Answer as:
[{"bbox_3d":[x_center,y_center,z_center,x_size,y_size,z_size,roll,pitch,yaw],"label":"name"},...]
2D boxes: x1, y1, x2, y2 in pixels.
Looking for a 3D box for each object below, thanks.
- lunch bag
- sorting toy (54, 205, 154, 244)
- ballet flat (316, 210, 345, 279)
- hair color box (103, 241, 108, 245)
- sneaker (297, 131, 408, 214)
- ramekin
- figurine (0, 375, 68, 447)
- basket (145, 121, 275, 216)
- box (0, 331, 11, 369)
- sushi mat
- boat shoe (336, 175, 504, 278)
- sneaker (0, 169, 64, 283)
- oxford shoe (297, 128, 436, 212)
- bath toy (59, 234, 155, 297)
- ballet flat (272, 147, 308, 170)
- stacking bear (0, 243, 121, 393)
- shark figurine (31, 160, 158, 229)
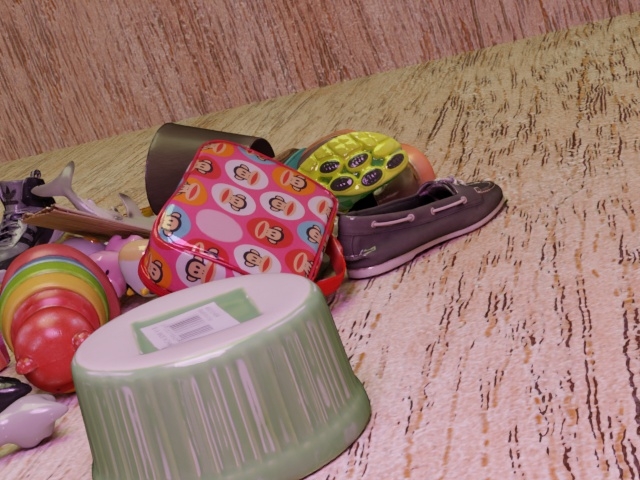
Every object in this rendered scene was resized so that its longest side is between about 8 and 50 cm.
[{"bbox_3d":[-0.087,-0.001,1.680,0.258,0.120,0.293,23,34,1],"label":"lunch bag"},{"bbox_3d":[-0.481,0.002,2.492,0.307,0.041,0.229,-17,10,-7],"label":"sorting toy"},{"bbox_3d":[0.000,0.000,1.871,0.068,0.072,0.213,-44,2,21],"label":"ballet flat"},{"bbox_3d":[-0.308,0.018,2.201,0.167,0.053,0.093,-14,15,0],"label":"hair color box"},{"bbox_3d":[0.010,-0.082,2.013,0.295,0.109,0.123,-29,-17,15],"label":"sneaker"},{"bbox_3d":[-0.111,0.147,1.292,0.303,0.148,0.303,-15,14,4],"label":"ramekin"},{"bbox_3d":[-0.427,0.223,1.494,0.209,0.092,0.215,-20,15,-30],"label":"figurine"},{"bbox_3d":[-0.216,-0.144,2.498,0.227,0.204,0.154,0,-17,27],"label":"basket"},{"bbox_3d":[-0.631,0.163,1.811,0.300,0.142,0.154,-9,15,25],"label":"box"},{"bbox_3d":[-0.318,-0.011,2.015,0.316,0.019,0.151,15,-12,-33],"label":"sushi mat"},{"bbox_3d":[0.156,-0.046,1.846,0.335,0.095,0.112,-27,18,-38],"label":"boat shoe"},{"bbox_3d":[-0.576,-0.031,2.310,0.101,0.153,0.268,-5,26,21],"label":"sneaker"},{"bbox_3d":[0.043,-0.111,2.171,0.132,0.130,0.363,-30,19,-26],"label":"oxford shoe"},{"bbox_3d":[-0.304,0.053,1.940,0.348,0.129,0.151,-1,-24,39],"label":"bath toy"},{"bbox_3d":[-0.107,-0.089,2.312,0.124,0.116,0.342,-32,6,26],"label":"ballet flat"},{"bbox_3d":[-0.362,0.117,1.693,0.175,0.164,0.289,-18,19,-8],"label":"stacking bear"},{"bbox_3d":[-0.397,-0.022,2.298,0.116,0.278,0.166,-50,34,25],"label":"shark figurine"}]
